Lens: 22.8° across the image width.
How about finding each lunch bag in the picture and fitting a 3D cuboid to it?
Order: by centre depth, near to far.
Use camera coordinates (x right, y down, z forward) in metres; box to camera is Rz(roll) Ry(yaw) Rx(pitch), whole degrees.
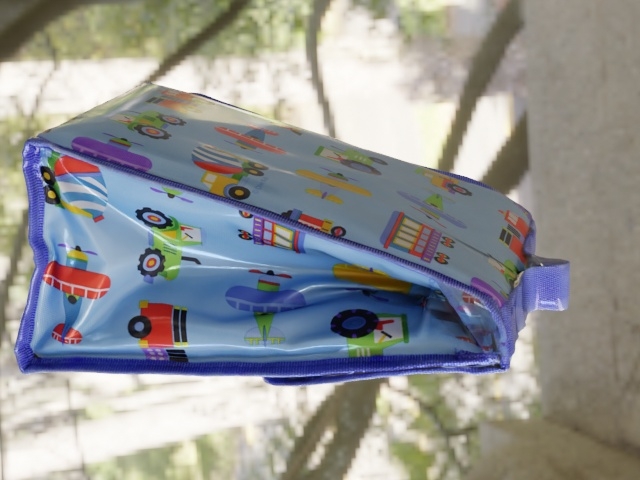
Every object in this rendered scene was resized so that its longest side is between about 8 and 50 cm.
[{"bbox_3d":[0.000,0.000,0.927,0.221,0.293,0.138,-52,-32,-72],"label":"lunch bag"}]
